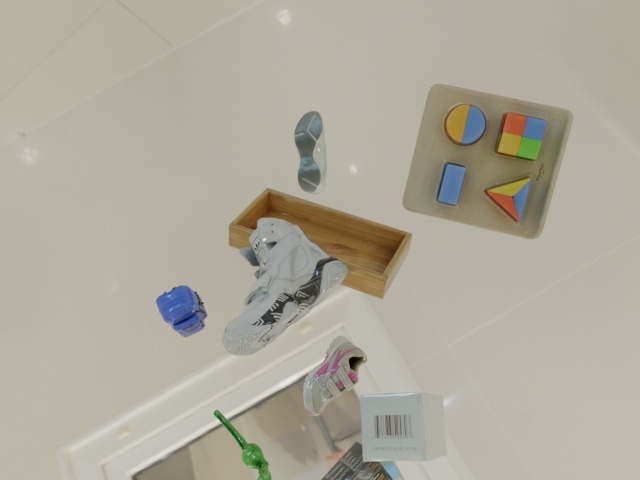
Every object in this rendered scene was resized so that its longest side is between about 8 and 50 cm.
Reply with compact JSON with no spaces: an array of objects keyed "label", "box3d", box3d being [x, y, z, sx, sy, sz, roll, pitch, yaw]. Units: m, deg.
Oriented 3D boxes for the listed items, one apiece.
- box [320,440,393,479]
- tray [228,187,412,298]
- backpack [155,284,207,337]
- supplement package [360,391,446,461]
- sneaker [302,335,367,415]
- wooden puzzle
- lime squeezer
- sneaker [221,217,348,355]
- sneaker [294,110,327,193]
[{"label":"box","box3d":[0.059,0.679,1.533,0.307,0.077,0.242,-43,119,-19]},{"label":"tray","box3d":[0.000,0.000,1.599,0.203,0.411,0.076,-52,156,-49]},{"label":"backpack","box3d":[-0.319,0.163,1.490,0.098,0.101,0.120,-31,153,-9]},{"label":"supplement package","box3d":[0.142,0.310,1.063,0.105,0.105,0.179,-8,163,20]},{"label":"sneaker","box3d":[0.044,0.389,1.817,0.252,0.111,0.103,-57,133,-24]},{"label":"wooden puzzle","box3d":[0.395,-0.191,1.542,0.080,0.348,0.322,-23,126,-74]},{"label":"lime squeezer","box3d":[-0.166,0.493,1.390,0.110,0.310,0.058,2,119,-17]},{"label":"sneaker","box3d":[-0.115,0.084,1.342,0.366,0.210,0.137,-33,165,-46]},{"label":"sneaker","box3d":[-0.015,-0.156,1.146,0.054,0.152,0.061,-1,173,18]}]
